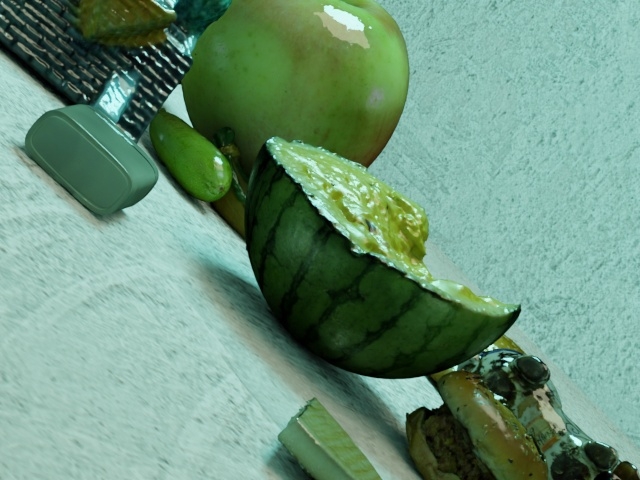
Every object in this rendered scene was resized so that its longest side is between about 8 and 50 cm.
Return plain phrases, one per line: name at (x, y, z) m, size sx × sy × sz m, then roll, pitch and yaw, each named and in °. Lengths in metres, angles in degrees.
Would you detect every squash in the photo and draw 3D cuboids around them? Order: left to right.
squash at (-0.168, -0.112, 2.081) m, size 0.066 × 0.066 × 0.201 m, roll 36°, pitch 9°, yaw -41°

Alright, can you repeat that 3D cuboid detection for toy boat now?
toy boat at (-0.070, -0.041, 2.107) m, size 0.229 × 0.088 × 0.089 m, roll 43°, pitch 8°, yaw 5°

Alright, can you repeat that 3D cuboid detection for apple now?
apple at (-0.038, -0.216, 2.231) m, size 0.319 × 0.277 × 0.319 m, roll 22°, pitch 20°, yaw -8°

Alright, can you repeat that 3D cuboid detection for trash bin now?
trash bin at (-0.221, -0.079, 1.613) m, size 0.116 × 0.059 × 0.130 m, roll 42°, pitch 8°, yaw -1°

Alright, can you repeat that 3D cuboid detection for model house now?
model house at (-0.274, -0.264, 1.964) m, size 0.261 × 0.226 × 0.241 m, roll 39°, pitch 37°, yaw -16°

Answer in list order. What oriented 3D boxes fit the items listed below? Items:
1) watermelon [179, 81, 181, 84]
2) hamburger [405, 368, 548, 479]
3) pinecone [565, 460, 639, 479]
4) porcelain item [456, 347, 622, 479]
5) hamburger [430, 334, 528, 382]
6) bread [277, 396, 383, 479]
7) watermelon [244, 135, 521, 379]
watermelon at (-0.225, -0.395, 2.445) m, size 0.363 × 0.363 × 0.363 m, roll 42°, pitch 7°, yaw -6°
hamburger at (0.171, 0.219, 1.750) m, size 0.185 × 0.113 × 0.177 m, roll 36°, pitch 8°, yaw -37°
pinecone at (0.346, 0.336, 1.460) m, size 0.296 × 0.242 × 0.298 m, roll 29°, pitch 27°, yaw -36°
porcelain item at (0.275, 0.259, 2.024) m, size 0.288 × 0.138 × 0.186 m, roll 47°, pitch -3°, yaw 25°
hamburger at (0.238, 0.194, 2.294) m, size 0.182 × 0.118 × 0.191 m, roll 39°, pitch 11°, yaw -1°
bread at (0.013, 0.188, 1.378) m, size 0.112 × 0.036 × 0.193 m, roll 47°, pitch 4°, yaw 2°
watermelon at (0.039, 0.044, 1.805) m, size 0.331 × 0.189 × 0.331 m, roll 26°, pitch 13°, yaw -6°
